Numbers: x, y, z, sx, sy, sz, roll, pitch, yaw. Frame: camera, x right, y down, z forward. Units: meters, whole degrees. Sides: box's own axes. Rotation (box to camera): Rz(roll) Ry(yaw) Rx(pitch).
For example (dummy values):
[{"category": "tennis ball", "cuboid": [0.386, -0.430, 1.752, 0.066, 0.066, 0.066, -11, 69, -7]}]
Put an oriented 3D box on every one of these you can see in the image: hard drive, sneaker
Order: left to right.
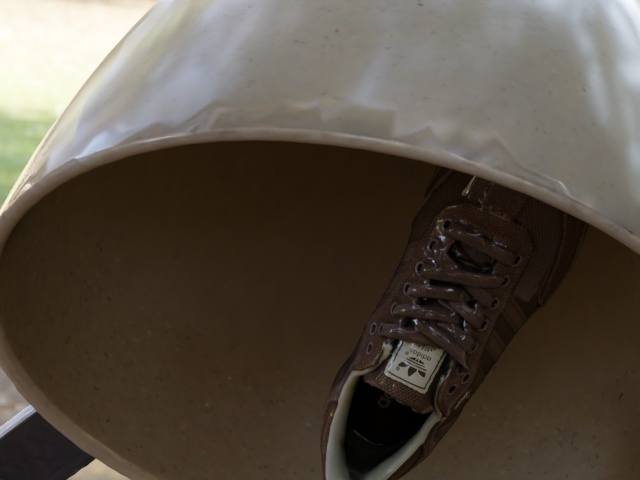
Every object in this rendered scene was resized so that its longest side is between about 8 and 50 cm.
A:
[{"category": "hard drive", "cuboid": [-0.237, 0.178, 1.432, 0.339, 0.064, 0.237, -37, -1, 13]}, {"category": "sneaker", "cuboid": [0.053, 0.033, 0.713, 0.066, 0.188, 0.071, 25, 36, 2]}]

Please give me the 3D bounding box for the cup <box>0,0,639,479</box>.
[{"category": "cup", "cuboid": [0.039, -0.032, 0.817, 0.331, 0.237, 0.331, 10, -34, 7]}]
